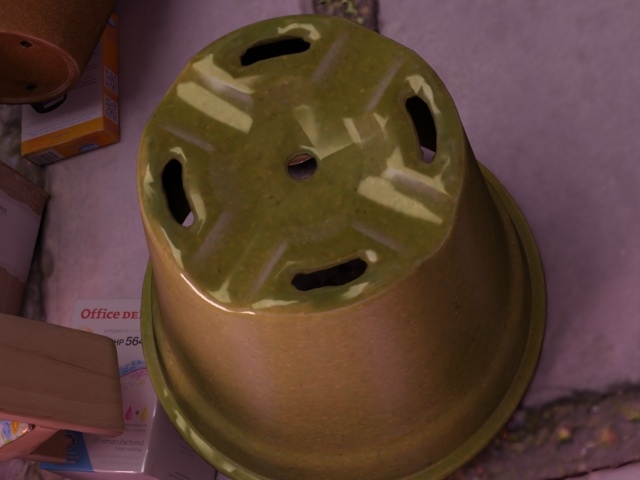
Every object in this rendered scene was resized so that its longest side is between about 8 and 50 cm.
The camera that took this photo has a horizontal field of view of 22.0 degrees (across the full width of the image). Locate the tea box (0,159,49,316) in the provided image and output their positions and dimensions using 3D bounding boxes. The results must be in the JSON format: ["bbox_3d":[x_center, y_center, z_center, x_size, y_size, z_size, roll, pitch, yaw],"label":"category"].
[{"bbox_3d":[-0.443,0.004,1.242,0.324,0.329,0.220,0,69,28],"label":"tea box"}]

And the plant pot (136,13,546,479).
[{"bbox_3d":[0.000,0.000,0.993,0.276,0.254,0.276,-2,69,6],"label":"plant pot"}]

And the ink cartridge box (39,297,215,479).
[{"bbox_3d":[-0.125,0.104,1.167,0.092,0.090,0.143,-2,69,29],"label":"ink cartridge box"}]

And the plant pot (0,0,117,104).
[{"bbox_3d":[-0.241,-0.245,1.287,0.237,0.237,0.254,-11,64,25],"label":"plant pot"}]

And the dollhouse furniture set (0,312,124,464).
[{"bbox_3d":[-0.323,0.275,1.041,0.362,0.256,0.394,-30,57,39],"label":"dollhouse furniture set"}]

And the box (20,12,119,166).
[{"bbox_3d":[-0.205,-0.134,1.352,0.081,0.028,0.136,-15,61,23],"label":"box"}]

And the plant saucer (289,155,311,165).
[{"bbox_3d":[-0.016,-0.092,1.235,0.083,0.015,0.083,-11,64,24],"label":"plant saucer"}]
